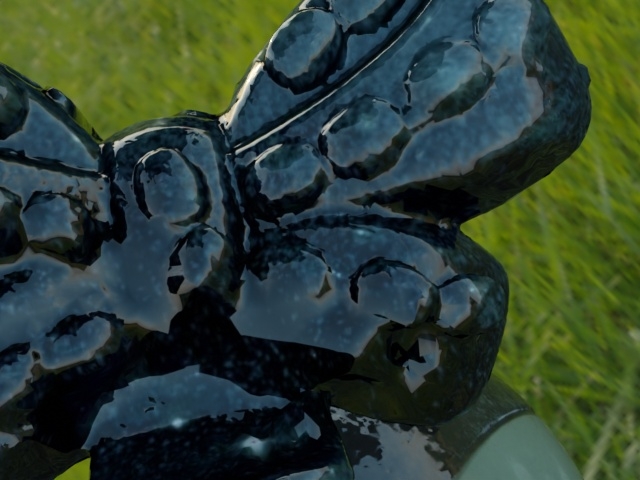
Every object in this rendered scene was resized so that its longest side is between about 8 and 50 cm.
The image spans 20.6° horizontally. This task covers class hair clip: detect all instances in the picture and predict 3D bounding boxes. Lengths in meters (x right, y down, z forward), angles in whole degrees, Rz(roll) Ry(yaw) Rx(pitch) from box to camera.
[{"bbox_3d":[-0.051,0.002,0.660,0.310,0.194,0.206,-10,92,-2],"label":"hair clip"}]

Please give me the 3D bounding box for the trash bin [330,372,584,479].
[{"bbox_3d":[-0.014,0.256,1.069,0.280,0.280,0.432,47,129,44],"label":"trash bin"}]
